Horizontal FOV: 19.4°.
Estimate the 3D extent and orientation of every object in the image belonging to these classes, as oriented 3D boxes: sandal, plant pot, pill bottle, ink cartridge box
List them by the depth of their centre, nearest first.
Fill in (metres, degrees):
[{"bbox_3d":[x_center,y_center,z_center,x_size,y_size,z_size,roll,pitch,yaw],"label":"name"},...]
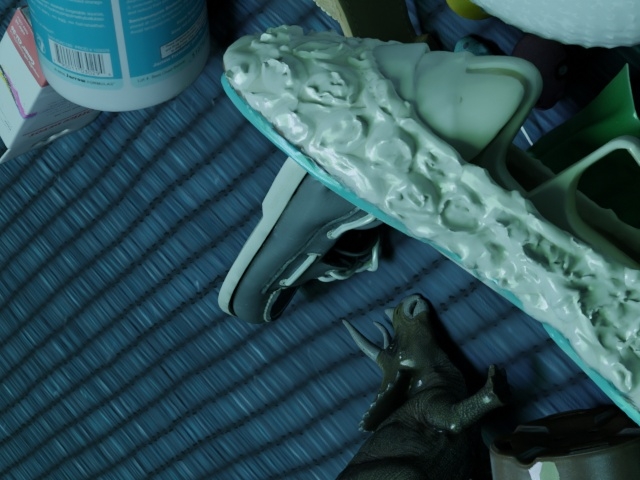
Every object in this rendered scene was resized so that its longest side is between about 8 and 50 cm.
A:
[{"bbox_3d":[0.194,0.210,1.309,0.167,0.167,0.165,0,103,55],"label":"plant pot"},{"bbox_3d":[0.017,-0.182,1.352,0.079,0.088,0.240,-4,113,49],"label":"sandal"},{"bbox_3d":[-0.168,-0.241,1.486,0.146,0.146,0.264,40,149,33],"label":"pill bottle"},{"bbox_3d":[-0.239,-0.154,1.705,0.067,0.115,0.198,57,146,10],"label":"ink cartridge box"}]

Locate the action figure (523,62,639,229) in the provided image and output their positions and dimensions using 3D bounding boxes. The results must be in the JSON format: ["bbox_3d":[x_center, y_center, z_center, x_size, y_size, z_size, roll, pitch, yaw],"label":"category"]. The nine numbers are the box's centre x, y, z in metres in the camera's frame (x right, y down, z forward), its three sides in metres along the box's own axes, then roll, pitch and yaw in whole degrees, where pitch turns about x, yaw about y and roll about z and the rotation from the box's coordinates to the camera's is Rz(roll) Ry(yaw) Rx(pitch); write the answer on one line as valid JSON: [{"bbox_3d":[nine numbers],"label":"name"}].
[{"bbox_3d":[0.170,-0.028,1.260,0.232,0.063,0.137,-23,94,53],"label":"action figure"}]

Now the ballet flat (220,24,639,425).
[{"bbox_3d":[0.132,-0.032,1.163,0.409,0.147,0.147,38,143,6],"label":"ballet flat"}]

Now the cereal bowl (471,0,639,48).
[{"bbox_3d":[0.128,-0.266,1.092,0.339,0.141,0.339,34,136,40],"label":"cereal bowl"}]

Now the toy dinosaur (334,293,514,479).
[{"bbox_3d":[0.070,0.181,1.409,0.160,0.313,0.121,-16,126,38],"label":"toy dinosaur"}]

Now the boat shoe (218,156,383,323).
[{"bbox_3d":[0.000,0.000,1.474,0.099,0.116,0.319,33,150,3],"label":"boat shoe"}]

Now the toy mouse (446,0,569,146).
[{"bbox_3d":[0.124,-0.118,1.283,0.161,0.031,0.143,20,129,56],"label":"toy mouse"}]
